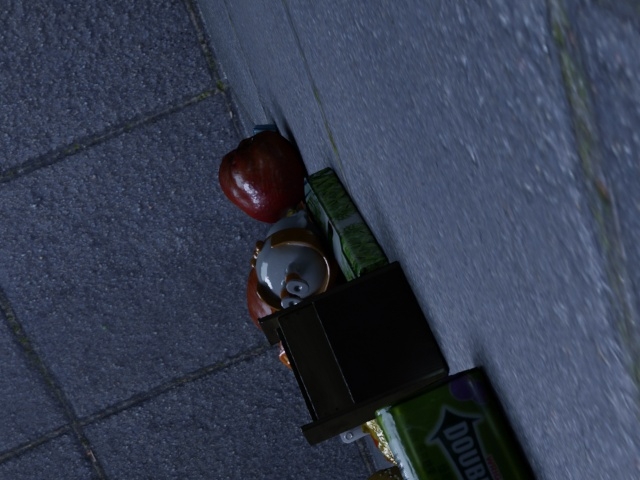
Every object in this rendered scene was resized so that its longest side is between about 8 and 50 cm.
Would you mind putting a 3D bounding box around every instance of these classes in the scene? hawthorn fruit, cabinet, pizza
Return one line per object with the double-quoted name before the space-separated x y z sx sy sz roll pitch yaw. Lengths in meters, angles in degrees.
"hawthorn fruit" -0.108 -0.127 2.291 0.202 0.185 0.185 51 179 -12
"cabinet" 0.045 0.165 1.540 0.148 0.215 0.175 80 166 -70
"pizza" 0.114 0.351 2.023 0.287 0.075 0.280 42 174 17

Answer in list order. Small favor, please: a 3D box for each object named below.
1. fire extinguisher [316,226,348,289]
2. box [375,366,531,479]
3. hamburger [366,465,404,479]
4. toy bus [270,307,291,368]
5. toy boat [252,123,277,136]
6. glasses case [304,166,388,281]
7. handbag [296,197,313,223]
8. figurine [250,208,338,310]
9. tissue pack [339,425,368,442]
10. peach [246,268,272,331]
"fire extinguisher" 0.052 0.095 1.826 0.341 0.105 0.141 -114 11 -52
"box" 0.186 0.318 1.188 0.097 0.134 0.346 68 179 -74
"hamburger" 0.192 0.582 2.185 0.288 0.192 0.168 31 158 37
"toy bus" -0.007 0.150 2.027 0.143 0.153 0.329 35 -162 -26
"toy boat" -0.132 -0.205 2.597 0.238 0.109 0.098 95 172 -74
"glasses case" 0.042 -0.005 1.731 0.272 0.062 0.095 -119 7 -51
"handbag" -0.043 -0.037 2.595 0.190 0.062 0.127 67 178 -58
"figurine" -0.053 0.025 1.813 0.271 0.143 0.143 -119 8 -54
"tissue pack" 0.061 0.265 2.224 0.136 0.159 0.246 -129 18 -69
"peach" -0.048 0.130 2.421 0.257 0.232 0.232 -109 0 -50
